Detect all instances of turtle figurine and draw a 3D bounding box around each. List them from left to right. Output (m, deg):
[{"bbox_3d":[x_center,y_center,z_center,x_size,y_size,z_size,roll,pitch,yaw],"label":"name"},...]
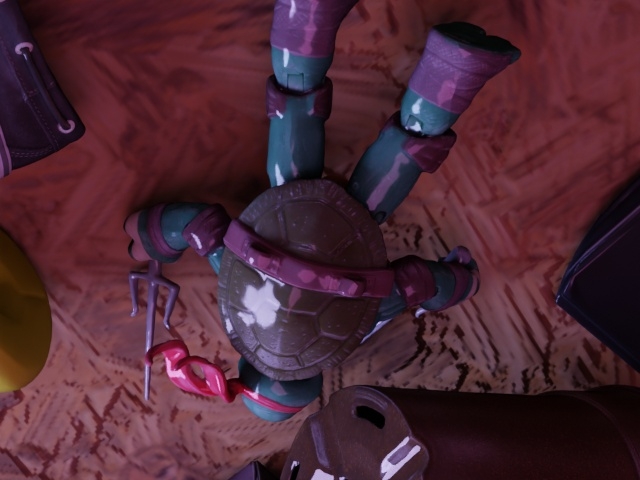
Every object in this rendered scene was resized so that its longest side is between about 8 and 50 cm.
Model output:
[{"bbox_3d":[0.000,0.000,0.832,0.175,0.118,0.234,16,109,-10],"label":"turtle figurine"}]

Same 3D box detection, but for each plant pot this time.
[{"bbox_3d":[0.077,0.140,0.847,0.165,0.167,0.167,12,117,-31],"label":"plant pot"}]

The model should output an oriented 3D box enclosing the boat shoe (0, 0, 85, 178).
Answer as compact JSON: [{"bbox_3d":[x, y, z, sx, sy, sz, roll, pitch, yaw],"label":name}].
[{"bbox_3d":[-0.155,-0.135,0.777,0.076,0.080,0.228,-19,114,-13],"label":"boat shoe"}]

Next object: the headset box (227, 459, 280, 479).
[{"bbox_3d":[-0.049,0.276,0.963,0.293,0.110,0.218,-38,113,15],"label":"headset box"}]

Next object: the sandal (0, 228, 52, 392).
[{"bbox_3d":[-0.272,-0.020,0.802,0.138,0.126,0.317,-32,112,17],"label":"sandal"}]

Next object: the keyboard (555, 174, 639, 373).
[{"bbox_3d":[0.292,0.048,0.914,0.317,0.033,0.201,38,115,-20],"label":"keyboard"}]
